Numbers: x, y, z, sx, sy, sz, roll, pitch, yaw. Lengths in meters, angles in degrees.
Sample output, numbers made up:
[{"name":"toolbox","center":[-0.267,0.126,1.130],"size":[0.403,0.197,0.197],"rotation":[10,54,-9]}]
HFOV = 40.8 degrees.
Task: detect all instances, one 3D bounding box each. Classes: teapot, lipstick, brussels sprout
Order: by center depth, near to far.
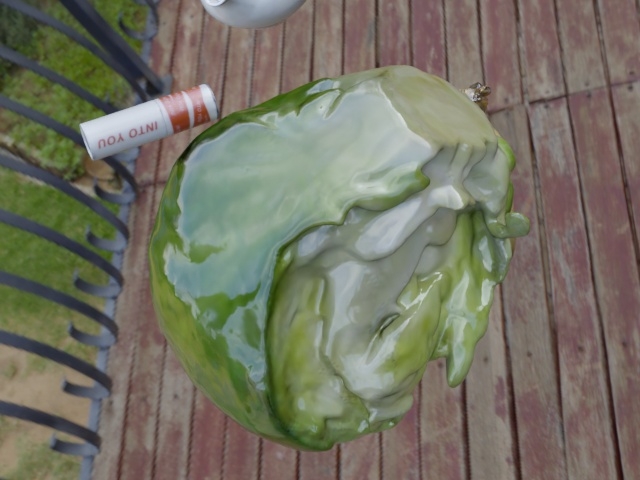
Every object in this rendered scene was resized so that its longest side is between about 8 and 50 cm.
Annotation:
[{"name":"brussels sprout","center":[0.000,0.000,0.817],"size":[0.371,0.275,0.315],"rotation":[-57,45,23]},{"name":"lipstick","center":[-0.166,-0.116,0.842],"size":[0.130,0.038,0.038],"rotation":[-22,53,-17]},{"name":"teapot","center":[-0.072,-0.317,1.035],"size":[0.145,0.092,0.226],"rotation":[5,51,18]}]

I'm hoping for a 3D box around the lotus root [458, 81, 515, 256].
[{"name":"lotus root","center":[0.212,-0.073,1.261],"size":[0.130,0.146,0.304],"rotation":[-8,102,3]}]
